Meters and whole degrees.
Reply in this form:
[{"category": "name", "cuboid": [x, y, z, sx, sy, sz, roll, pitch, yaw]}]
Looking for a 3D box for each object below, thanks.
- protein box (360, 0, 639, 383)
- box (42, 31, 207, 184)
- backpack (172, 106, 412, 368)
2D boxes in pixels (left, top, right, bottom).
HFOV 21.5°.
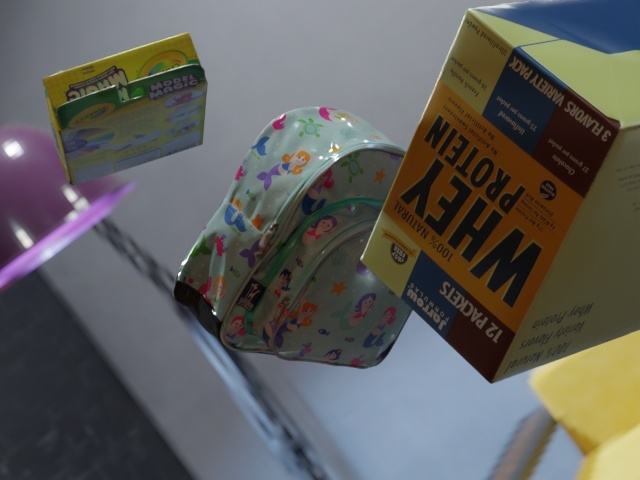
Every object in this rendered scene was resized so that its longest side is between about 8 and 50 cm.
[{"category": "protein box", "cuboid": [0.168, -0.042, 1.114, 0.200, 0.136, 0.201, -14, -43, -43]}, {"category": "box", "cuboid": [-0.132, -0.090, 1.149, 0.105, 0.043, 0.179, -19, -7, -9]}, {"category": "backpack", "cuboid": [0.000, 0.000, 1.698, 0.225, 0.191, 0.253, 13, -74, -49]}]
